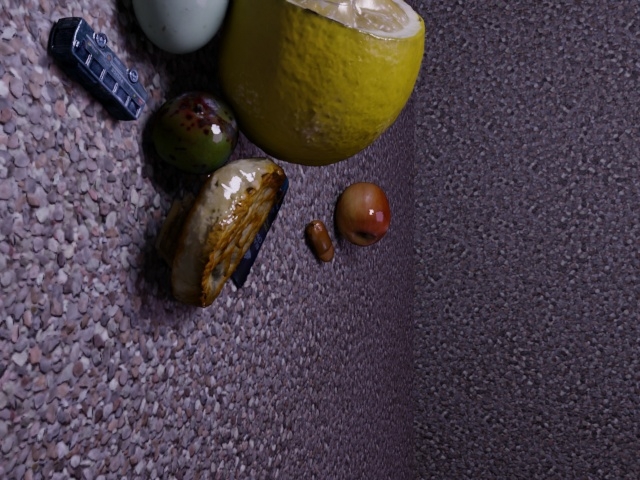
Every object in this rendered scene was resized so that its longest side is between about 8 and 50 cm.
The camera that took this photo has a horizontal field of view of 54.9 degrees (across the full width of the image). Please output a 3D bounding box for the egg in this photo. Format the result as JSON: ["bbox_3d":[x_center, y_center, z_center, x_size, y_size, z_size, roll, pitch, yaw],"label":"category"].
[{"bbox_3d":[-0.216,-0.385,0.954,0.149,0.149,0.192,22,76,-69],"label":"egg"}]

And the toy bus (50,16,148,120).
[{"bbox_3d":[-0.306,-0.235,0.862,0.166,0.047,0.065,53,45,-60],"label":"toy bus"}]

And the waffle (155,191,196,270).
[{"bbox_3d":[-0.242,-0.018,1.076,0.092,0.021,0.135,65,32,-50],"label":"waffle"}]

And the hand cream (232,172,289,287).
[{"bbox_3d":[-0.141,-0.038,1.324,0.120,0.061,0.270,73,34,-51],"label":"hand cream"}]

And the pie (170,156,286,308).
[{"bbox_3d":[-0.164,-0.017,1.056,0.315,0.092,0.315,-62,176,-7],"label":"pie"}]

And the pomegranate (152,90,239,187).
[{"bbox_3d":[-0.199,-0.169,1.033,0.169,0.148,0.148,61,35,-66],"label":"pomegranate"}]

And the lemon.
[{"bbox_3d":[-0.012,-0.291,1.082,0.364,0.364,0.364,0,90,-70],"label":"lemon"}]

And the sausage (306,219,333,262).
[{"bbox_3d":[0.000,0.000,1.700,0.062,0.054,0.183,-48,148,-13],"label":"sausage"}]

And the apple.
[{"bbox_3d":[0.129,-0.086,1.896,0.199,0.199,0.199,0,90,-70],"label":"apple"}]
